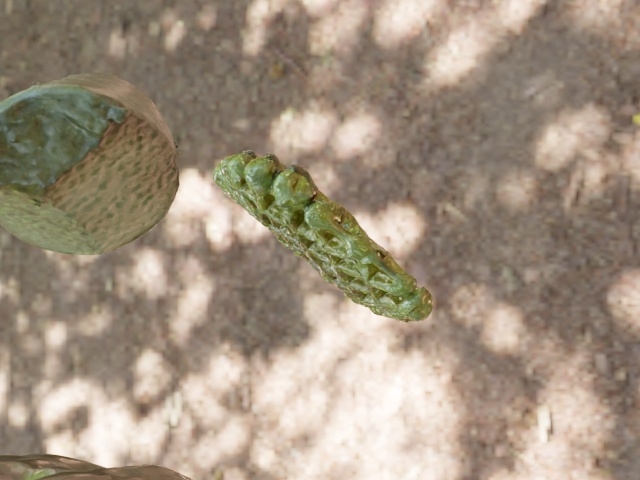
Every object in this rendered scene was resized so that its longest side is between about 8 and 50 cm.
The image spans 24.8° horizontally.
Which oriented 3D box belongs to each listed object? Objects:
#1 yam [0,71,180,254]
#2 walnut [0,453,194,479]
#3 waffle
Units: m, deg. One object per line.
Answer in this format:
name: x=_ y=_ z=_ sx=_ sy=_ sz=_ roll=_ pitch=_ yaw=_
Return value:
yam: x=-0.128 y=-0.042 z=0.787 sx=0.259 sy=0.106 sz=0.106 roll=-121 pitch=39 yaw=-79
walnut: x=-0.092 y=0.138 z=0.393 sx=0.178 sy=0.230 sz=0.178 roll=13 pitch=112 yaw=34
waffle: x=0.000 y=0.000 z=1.049 sx=0.036 sy=0.183 sz=0.169 roll=-50 pitch=11 yaw=-10
